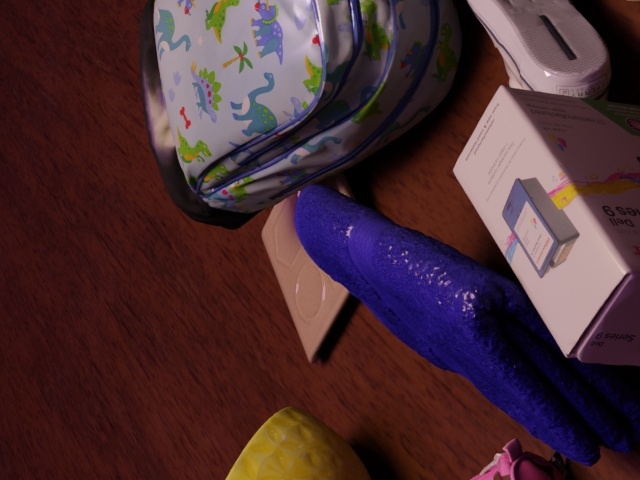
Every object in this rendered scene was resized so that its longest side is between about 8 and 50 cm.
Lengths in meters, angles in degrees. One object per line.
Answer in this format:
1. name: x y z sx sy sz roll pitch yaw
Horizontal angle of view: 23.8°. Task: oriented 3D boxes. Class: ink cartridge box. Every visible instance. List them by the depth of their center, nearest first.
1. ink cartridge box: 0.216 -0.011 1.123 0.093 0.154 0.212 -62 36 35

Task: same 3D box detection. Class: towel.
1. towel: 0.110 0.069 1.254 0.076 0.228 0.308 -53 30 -4

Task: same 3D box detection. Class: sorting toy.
1. sorting toy: 0.000 0.000 1.663 0.208 0.038 0.193 113 146 -41

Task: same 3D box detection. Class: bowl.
1. bowl: -0.012 0.325 1.489 0.156 0.289 0.289 21 112 16

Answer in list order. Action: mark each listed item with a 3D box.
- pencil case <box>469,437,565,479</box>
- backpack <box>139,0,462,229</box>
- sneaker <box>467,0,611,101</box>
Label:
1. pencil case: 0.122 0.256 1.299 0.209 0.095 0.098 -40 89 32
2. backpack: -0.026 -0.191 1.504 0.356 0.273 0.290 -13 78 31
3. sneaker: 0.175 -0.175 1.287 0.258 0.094 0.091 -103 5 -47
